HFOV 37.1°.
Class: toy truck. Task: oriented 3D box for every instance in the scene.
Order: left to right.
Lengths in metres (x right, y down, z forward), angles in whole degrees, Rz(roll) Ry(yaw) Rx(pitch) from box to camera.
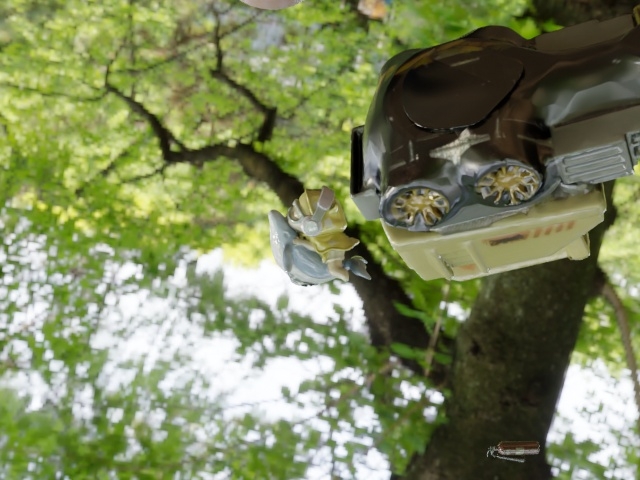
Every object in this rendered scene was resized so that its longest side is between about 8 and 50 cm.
[{"bbox_3d":[0.237,-0.082,0.863,0.405,0.181,0.254,-14,141,19],"label":"toy truck"}]

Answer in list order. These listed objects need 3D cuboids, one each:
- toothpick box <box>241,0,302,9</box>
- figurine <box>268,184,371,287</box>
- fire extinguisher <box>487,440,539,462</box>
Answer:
[{"bbox_3d":[-0.044,-0.301,0.889,0.098,0.098,0.149,12,152,1],"label":"toothpick box"},{"bbox_3d":[0.000,0.000,1.692,0.208,0.184,0.128,25,-165,-10],"label":"figurine"},{"bbox_3d":[0.360,0.399,1.805,0.100,0.032,0.046,-2,148,-2],"label":"fire extinguisher"}]
